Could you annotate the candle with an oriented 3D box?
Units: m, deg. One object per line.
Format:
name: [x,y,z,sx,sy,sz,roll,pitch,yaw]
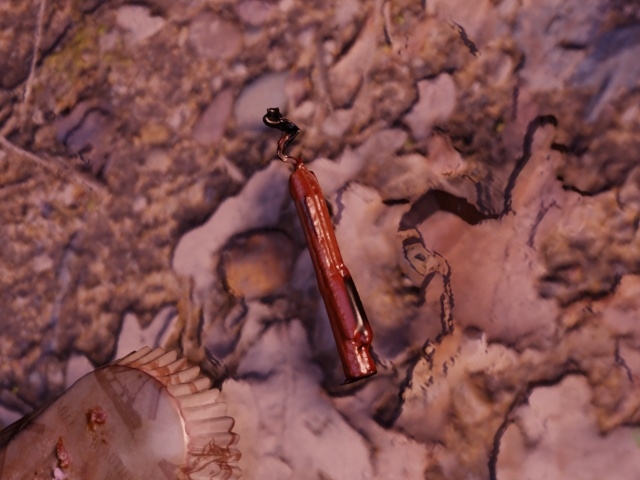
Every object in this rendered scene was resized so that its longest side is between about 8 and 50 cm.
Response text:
candle: [0.001,0.000,0.827,0.026,0.021,0.167,-25,77,41]

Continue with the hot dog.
hot dog: [-0.159,0.176,0.859,0.268,0.075,0.144,-37,78,14]
